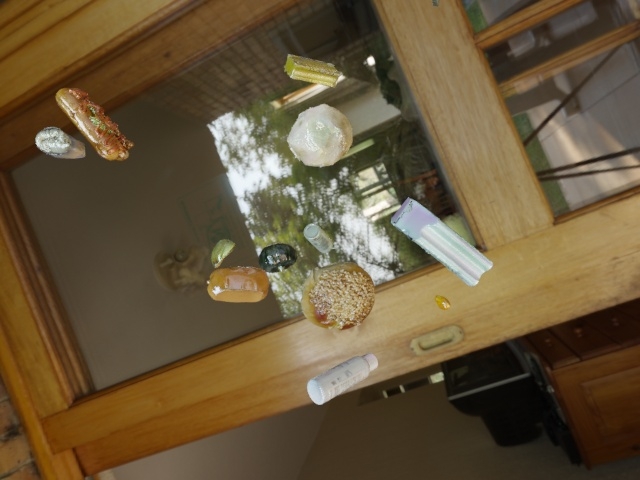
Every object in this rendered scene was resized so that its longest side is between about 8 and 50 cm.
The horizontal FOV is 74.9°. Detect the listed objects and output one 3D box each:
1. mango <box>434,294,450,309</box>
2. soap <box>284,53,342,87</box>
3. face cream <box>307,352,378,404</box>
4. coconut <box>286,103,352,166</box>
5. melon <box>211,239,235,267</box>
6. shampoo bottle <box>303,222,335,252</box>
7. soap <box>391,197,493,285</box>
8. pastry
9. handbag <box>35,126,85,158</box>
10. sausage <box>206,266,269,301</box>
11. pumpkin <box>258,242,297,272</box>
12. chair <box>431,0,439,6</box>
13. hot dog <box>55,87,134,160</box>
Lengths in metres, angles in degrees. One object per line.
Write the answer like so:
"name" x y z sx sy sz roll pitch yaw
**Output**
"mango" 0.543 0.275 1.868 0.089 0.046 0.060 -130 28 -54
"soap" -0.035 -0.757 1.872 0.135 0.233 0.076 -115 34 -43
"face cream" 0.081 0.434 1.346 0.269 0.082 0.082 -14 -101 -41
"coconut" 0.005 -0.309 1.238 0.194 0.194 0.194 60 -165 -27
"melon" -0.486 0.062 2.009 0.079 0.160 0.128 40 -142 -10
"shampoo bottle" 0.000 0.000 2.084 0.262 0.085 0.085 46 -156 -62
"soap" 0.544 -0.001 1.926 0.446 0.156 0.261 36 -169 -10
"pastry" 0.098 0.298 2.201 0.410 0.409 0.245 62 174 -20
"handbag" -0.915 -0.340 1.473 0.173 0.117 0.095 -174 80 -77
"sausage" -0.322 0.172 1.637 0.120 0.241 0.136 105 158 -44
"pumpkin" -0.224 0.098 2.204 0.211 0.211 0.152 29 -126 -70
"chair" 0.395 -0.831 1.175 0.136 0.147 0.270 -3 -83 -68
"hot dog" -0.895 -0.470 1.672 0.349 0.117 0.158 51 -169 2
